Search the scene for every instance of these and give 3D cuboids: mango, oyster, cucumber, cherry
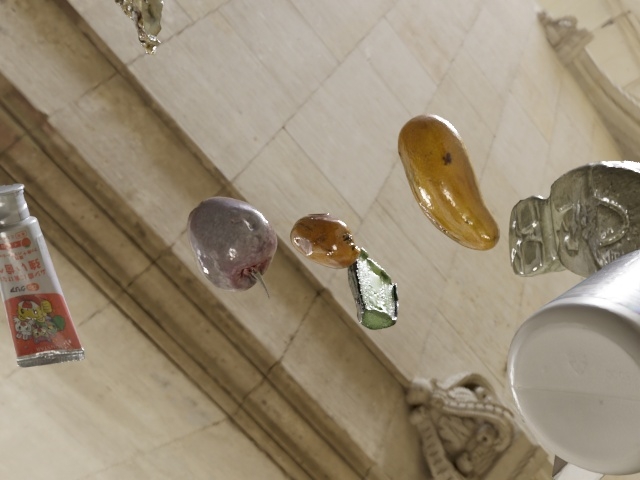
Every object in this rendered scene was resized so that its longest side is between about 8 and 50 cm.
[{"bbox_3d":[0.238,-0.105,1.290,0.120,0.295,0.177,-21,171,-6],"label":"mango"},{"bbox_3d":[-0.210,-0.290,0.753,0.051,0.148,0.103,-1,-174,0],"label":"oyster"},{"bbox_3d":[0.000,0.000,0.933,0.063,0.077,0.127,-30,-149,-32],"label":"mango"},{"bbox_3d":[0.105,0.113,1.451,0.086,0.115,0.193,-47,-154,22],"label":"cucumber"},{"bbox_3d":[-0.200,0.008,1.529,0.183,0.266,0.213,-35,161,-50],"label":"cherry"}]

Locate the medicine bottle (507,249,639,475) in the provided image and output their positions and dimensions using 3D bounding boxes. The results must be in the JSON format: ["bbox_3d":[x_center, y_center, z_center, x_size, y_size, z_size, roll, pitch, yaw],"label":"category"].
[{"bbox_3d":[0.215,0.066,0.447,0.191,0.107,0.107,-18,175,-43],"label":"medicine bottle"}]

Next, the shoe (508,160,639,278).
[{"bbox_3d":[0.380,-0.023,0.807,0.210,0.132,0.342,-5,175,-6],"label":"shoe"}]

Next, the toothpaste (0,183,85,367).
[{"bbox_3d":[-0.363,0.048,0.830,0.089,0.234,0.057,-8,-161,2],"label":"toothpaste"}]

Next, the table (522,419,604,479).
[{"bbox_3d":[0.361,0.232,0.937,0.121,0.111,0.240,-53,167,19],"label":"table"}]
